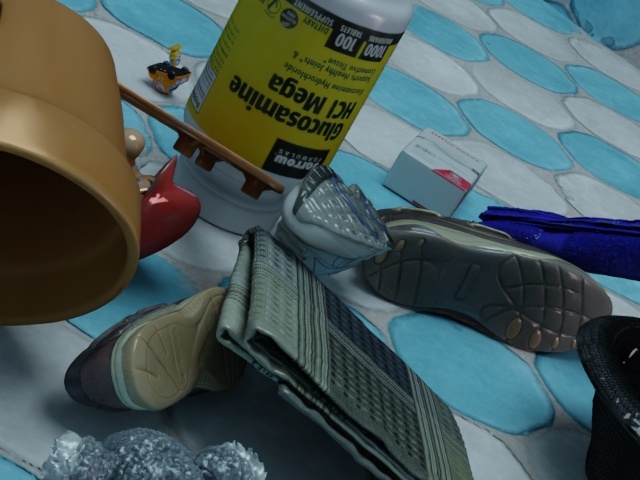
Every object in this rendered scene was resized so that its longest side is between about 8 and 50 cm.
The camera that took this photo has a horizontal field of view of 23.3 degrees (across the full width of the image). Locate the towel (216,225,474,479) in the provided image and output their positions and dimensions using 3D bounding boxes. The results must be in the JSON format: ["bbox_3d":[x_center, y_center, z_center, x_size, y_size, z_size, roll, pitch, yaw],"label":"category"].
[{"bbox_3d":[0.028,0.141,1.514,0.312,0.056,0.324,44,10,-13],"label":"towel"}]

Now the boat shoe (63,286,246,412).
[{"bbox_3d":[-0.147,0.104,1.457,0.092,0.103,0.285,-5,5,18],"label":"boat shoe"}]

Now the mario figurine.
[{"bbox_3d":[-0.271,-0.094,1.600,0.320,0.170,0.198,21,51,-5],"label":"mario figurine"}]

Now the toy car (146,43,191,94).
[{"bbox_3d":[-0.194,-0.230,2.117,0.060,0.040,0.122,12,24,11],"label":"toy car"}]

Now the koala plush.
[{"bbox_3d":[-0.144,0.221,1.076,0.196,0.221,0.203,14,29,-32],"label":"koala plush"}]

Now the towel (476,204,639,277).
[{"bbox_3d":[0.380,0.007,2.067,0.308,0.076,0.228,10,0,37],"label":"towel"}]

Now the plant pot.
[{"bbox_3d":[-0.290,-0.083,1.351,0.291,0.291,0.203,20,53,-22],"label":"plant pot"}]

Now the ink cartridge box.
[{"bbox_3d":[0.167,-0.097,2.238,0.109,0.063,0.150,33,24,6],"label":"ink cartridge box"}]

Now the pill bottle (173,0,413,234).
[{"bbox_3d":[-0.045,-0.178,1.826,0.188,0.334,0.188,24,25,-12],"label":"pill bottle"}]

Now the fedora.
[{"bbox_3d":[0.389,0.233,1.735,0.334,0.152,0.334,25,24,-12],"label":"fedora"}]

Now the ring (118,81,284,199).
[{"bbox_3d":[-0.186,-0.131,1.621,0.336,0.032,0.336,31,0,0],"label":"ring"}]

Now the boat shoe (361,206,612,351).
[{"bbox_3d":[0.210,0.032,1.957,0.355,0.132,0.130,21,26,-22],"label":"boat shoe"}]

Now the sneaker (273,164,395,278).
[{"bbox_3d":[0.000,0.000,1.713,0.111,0.129,0.297,59,6,12],"label":"sneaker"}]
